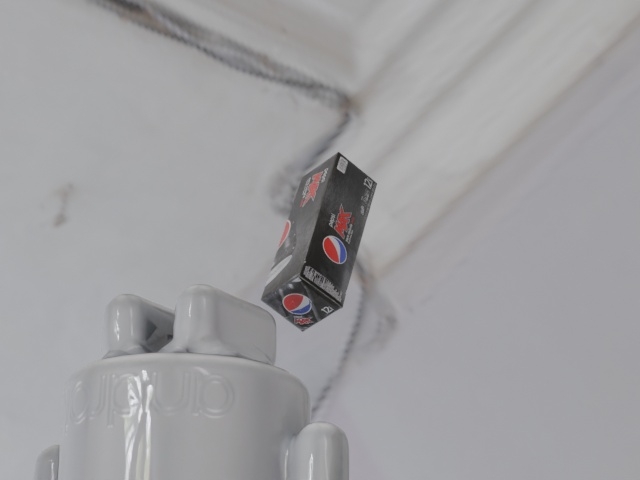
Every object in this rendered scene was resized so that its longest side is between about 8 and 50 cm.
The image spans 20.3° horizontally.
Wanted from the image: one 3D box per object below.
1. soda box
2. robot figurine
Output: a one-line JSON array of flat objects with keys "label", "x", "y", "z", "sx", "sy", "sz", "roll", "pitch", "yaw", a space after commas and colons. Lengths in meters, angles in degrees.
[{"label": "soda box", "x": 0.000, "y": 0.000, "z": 1.647, "sx": 0.053, "sy": 0.169, "sz": 0.060, "roll": 39, "pitch": -48, "yaw": -21}, {"label": "robot figurine", "x": -0.109, "y": 0.217, "z": 1.406, "sx": 0.300, "sy": 0.353, "sz": 0.200, "roll": -11, "pitch": -21, "yaw": 32}]
